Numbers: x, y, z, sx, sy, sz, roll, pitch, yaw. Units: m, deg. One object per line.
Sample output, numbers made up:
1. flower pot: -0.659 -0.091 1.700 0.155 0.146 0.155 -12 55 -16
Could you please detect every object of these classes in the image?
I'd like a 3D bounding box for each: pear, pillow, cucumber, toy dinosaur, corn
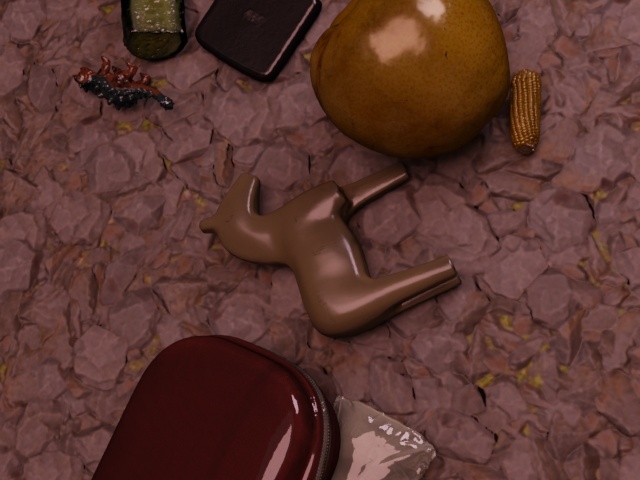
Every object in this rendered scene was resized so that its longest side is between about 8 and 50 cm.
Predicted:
1. pear: 0.102 -0.185 1.324 0.209 0.209 0.208 -5 73 17
2. pillow: 0.015 0.280 1.294 0.128 0.051 0.229 31 87 27
3. cucumber: -0.213 -0.328 1.543 0.078 0.062 0.211 0 64 -17
4. toy dinosaur: -0.239 -0.187 1.510 0.154 0.049 0.055 20 79 27
5. corn: 0.223 -0.140 1.355 0.037 0.037 0.092 -2 73 17

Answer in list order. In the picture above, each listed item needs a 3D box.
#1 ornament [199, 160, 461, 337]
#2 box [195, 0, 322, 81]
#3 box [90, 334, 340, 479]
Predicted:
1. ornament: 0.000 0.000 1.373 0.245 0.061 0.230 -25 67 6
2. box: -0.077 -0.262 1.496 0.126 0.027 0.125 33 89 22
3. box: -0.139 0.297 1.286 0.263 0.108 0.404 21 81 38
